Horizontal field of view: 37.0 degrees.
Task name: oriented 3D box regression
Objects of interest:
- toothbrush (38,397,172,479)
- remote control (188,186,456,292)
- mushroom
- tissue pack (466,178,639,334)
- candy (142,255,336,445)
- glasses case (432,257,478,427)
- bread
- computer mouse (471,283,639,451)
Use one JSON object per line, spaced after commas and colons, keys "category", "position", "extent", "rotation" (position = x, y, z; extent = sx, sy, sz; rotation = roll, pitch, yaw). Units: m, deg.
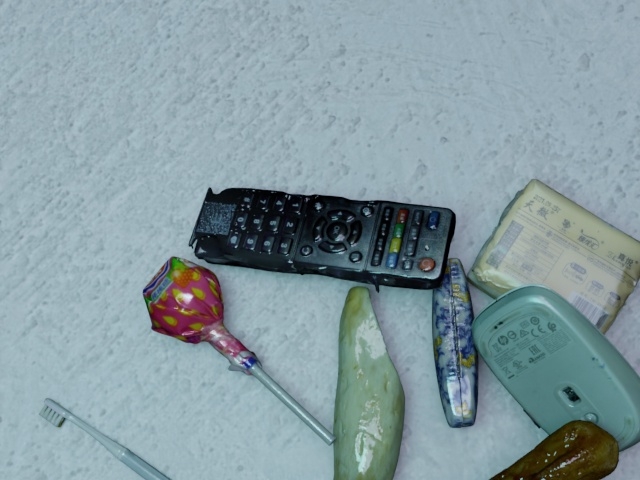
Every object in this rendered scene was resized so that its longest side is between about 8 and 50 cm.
{"category": "toothbrush", "position": [-0.277, 0.333, 1.418], "extent": [0.342, 0.025, 0.030], "rotation": [30, 85, 11]}
{"category": "remote control", "position": [0.000, 0.000, 1.440], "extent": [0.398, 0.062, 0.145], "rotation": [7, 65, 18]}
{"category": "mushroom", "position": [0.070, 0.233, 1.394], "extent": [0.107, 0.087, 0.333], "rotation": [4, 73, 6]}
{"category": "tissue pack", "position": [0.353, 0.037, 1.426], "extent": [0.222, 0.090, 0.186], "rotation": [31, 81, 13]}
{"category": "candy", "position": [-0.114, 0.168, 1.400], "extent": [0.365, 0.124, 0.124], "rotation": [40, 81, 15]}
{"category": "glasses case", "position": [0.197, 0.149, 1.406], "extent": [0.065, 0.087, 0.248], "rotation": [-5, 71, 7]}
{"category": "bread", "position": [0.254, 0.360, 1.312], "extent": [0.344, 0.124, 0.084], "rotation": [-40, 50, 16]}
{"category": "computer mouse", "position": [0.347, 0.181, 1.349], "extent": [0.288, 0.097, 0.159], "rotation": [49, 125, -1]}
